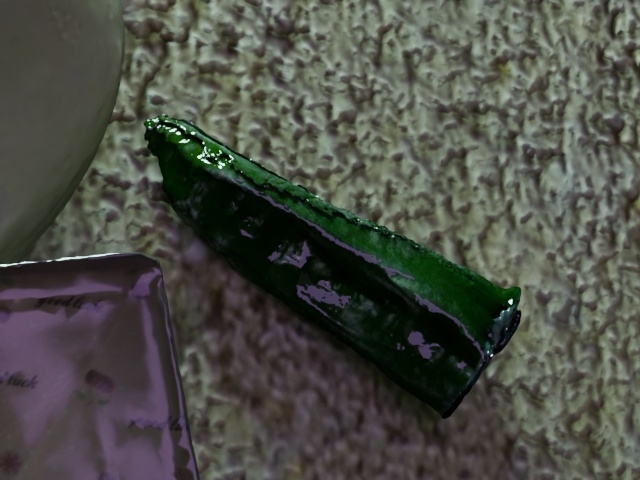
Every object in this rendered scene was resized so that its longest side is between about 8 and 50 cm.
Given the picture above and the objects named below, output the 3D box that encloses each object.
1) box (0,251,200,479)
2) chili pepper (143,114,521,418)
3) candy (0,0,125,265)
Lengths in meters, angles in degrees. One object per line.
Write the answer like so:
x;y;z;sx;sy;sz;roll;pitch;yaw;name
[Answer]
-0.165;0.175;0.797;0.225;0.190;0.297;-4;67;-23;box
0.000;0.000;1.034;0.227;0.059;0.088;36;53;2;chili pepper
-0.223;-0.109;0.914;0.295;0.185;0.295;13;60;-23;candy
